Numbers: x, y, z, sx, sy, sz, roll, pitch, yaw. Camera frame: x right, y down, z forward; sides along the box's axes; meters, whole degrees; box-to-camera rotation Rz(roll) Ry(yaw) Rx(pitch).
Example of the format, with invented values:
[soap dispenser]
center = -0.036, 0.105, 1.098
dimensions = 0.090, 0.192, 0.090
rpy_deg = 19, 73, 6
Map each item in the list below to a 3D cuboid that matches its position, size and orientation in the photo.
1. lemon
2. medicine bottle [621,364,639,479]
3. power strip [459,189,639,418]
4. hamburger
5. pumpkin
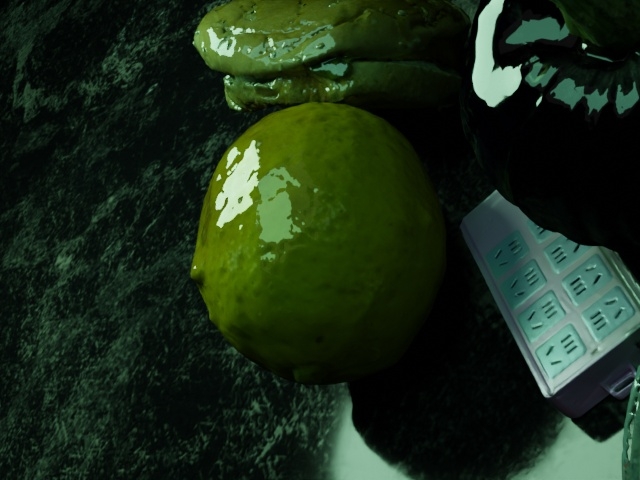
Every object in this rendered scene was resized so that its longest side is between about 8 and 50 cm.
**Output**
[lemon]
center = 0.000, 0.000, 1.194
dimensions = 0.233, 0.233, 0.288
rpy_deg = -27, 49, 32
[medicine bottle]
center = 0.329, 0.119, 0.626
dimensions = 0.290, 0.245, 0.245
rpy_deg = 6, 60, 52
[power strip]
center = 0.196, 0.029, 1.090
dimensions = 0.109, 0.037, 0.279
rpy_deg = -41, 31, 14
[hamburger]
center = 0.019, -0.198, 1.367
dimensions = 0.285, 0.265, 0.134
rpy_deg = 0, 92, 30
[pumpkin]
center = 0.239, -0.140, 0.966
dimensions = 0.296, 0.296, 0.296
rpy_deg = -33, 34, 26
